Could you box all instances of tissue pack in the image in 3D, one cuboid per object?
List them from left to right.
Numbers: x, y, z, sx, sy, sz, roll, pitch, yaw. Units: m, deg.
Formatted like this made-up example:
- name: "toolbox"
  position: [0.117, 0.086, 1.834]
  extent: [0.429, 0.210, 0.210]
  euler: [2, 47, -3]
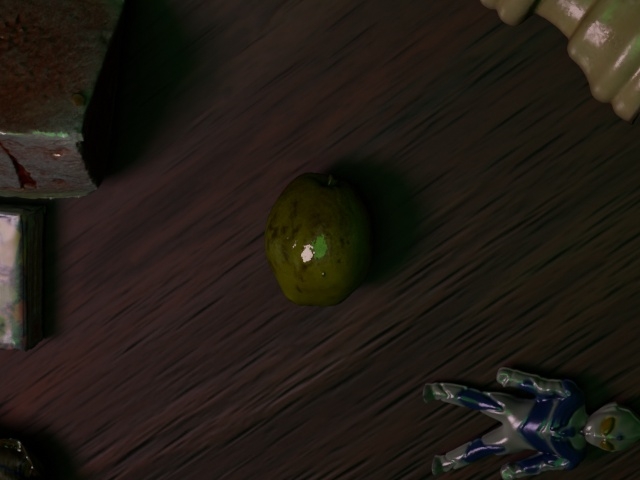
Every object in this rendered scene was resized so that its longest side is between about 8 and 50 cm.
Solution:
- name: "tissue pack"
  position: [-0.340, 0.034, 1.723]
  extent: [0.109, 0.060, 0.148]
  euler: [5, 105, 12]

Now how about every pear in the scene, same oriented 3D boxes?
- name: "pear"
  position: [0.000, 0.000, 1.620]
  extent: [0.107, 0.107, 0.131]
  euler: [10, 112, 10]

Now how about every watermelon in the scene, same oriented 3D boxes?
- name: "watermelon"
  position: [-0.306, -0.156, 1.603]
  extent: [0.213, 0.201, 0.261]
  euler: [10, 100, 2]

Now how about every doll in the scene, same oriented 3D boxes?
- name: "doll"
  position: [0.215, 0.178, 1.639]
  extent: [0.227, 0.057, 0.114]
  euler: [-4, 97, 15]

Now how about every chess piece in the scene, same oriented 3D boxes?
- name: "chess piece"
  position: [0.203, -0.253, 1.525]
  extent: [0.307, 0.124, 0.139]
  euler: [37, 137, 6]

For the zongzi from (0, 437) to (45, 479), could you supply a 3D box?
- name: "zongzi"
  position: [-0.430, 0.190, 1.775]
  extent: [0.260, 0.123, 0.289]
  euler: [-6, 58, -13]
